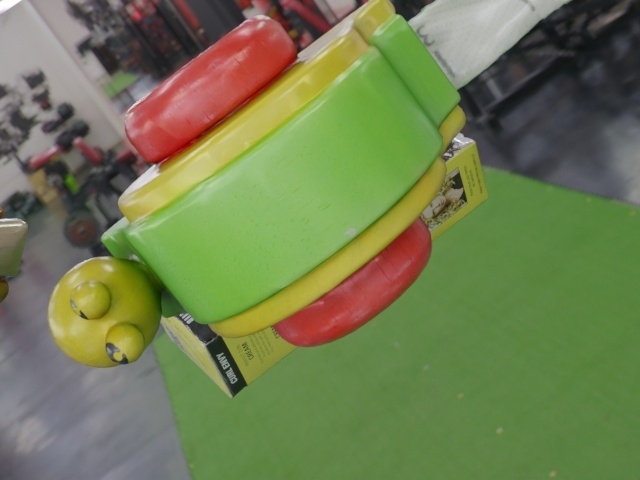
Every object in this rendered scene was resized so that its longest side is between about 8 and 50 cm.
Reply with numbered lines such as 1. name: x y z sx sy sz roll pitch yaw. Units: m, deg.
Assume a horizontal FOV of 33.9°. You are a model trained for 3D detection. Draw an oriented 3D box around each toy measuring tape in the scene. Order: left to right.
1. toy measuring tape: 0.036 -0.058 0.381 0.330 0.121 0.121 -37 15 -1

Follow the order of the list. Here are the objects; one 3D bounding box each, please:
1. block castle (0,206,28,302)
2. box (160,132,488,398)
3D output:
1. block castle: -0.509 -0.013 1.015 0.213 0.453 0.303 -4 -49 -50
2. box: 0.000 0.000 0.714 0.232 0.058 0.087 -38 43 -18
